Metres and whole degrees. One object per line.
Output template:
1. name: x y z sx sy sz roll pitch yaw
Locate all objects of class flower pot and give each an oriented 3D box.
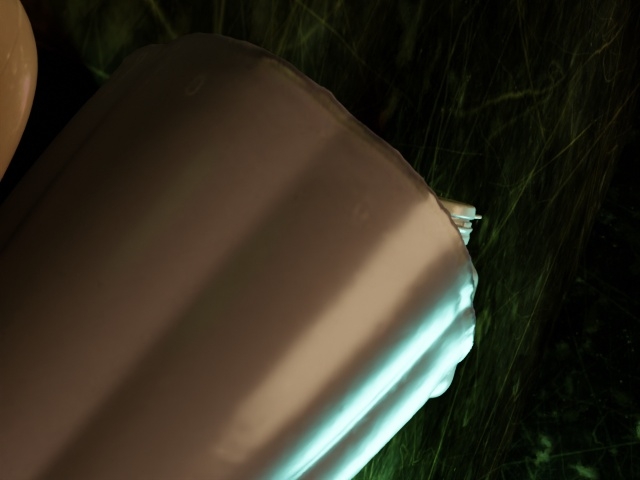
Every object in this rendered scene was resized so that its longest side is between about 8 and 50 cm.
1. flower pot: -0.080 0.064 0.516 0.243 0.265 0.265 -52 150 -26

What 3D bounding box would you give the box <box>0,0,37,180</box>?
1. box: -0.193 -0.041 0.373 0.200 0.088 0.146 -65 154 -19

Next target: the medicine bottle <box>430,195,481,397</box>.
1. medicine bottle: 0.104 0.055 1.066 0.135 0.135 0.215 0 105 -67
